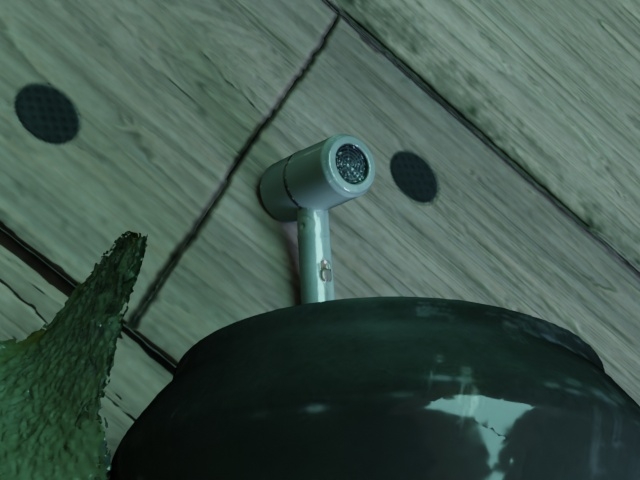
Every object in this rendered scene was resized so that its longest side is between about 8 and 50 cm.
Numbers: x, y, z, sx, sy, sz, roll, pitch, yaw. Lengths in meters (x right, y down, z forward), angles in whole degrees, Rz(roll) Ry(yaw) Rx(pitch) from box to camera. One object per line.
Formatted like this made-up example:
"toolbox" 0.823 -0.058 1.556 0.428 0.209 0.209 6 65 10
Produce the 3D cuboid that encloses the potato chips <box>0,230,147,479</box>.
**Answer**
"potato chips" -0.168 0.088 0.804 0.228 0.059 0.167 -35 43 -15

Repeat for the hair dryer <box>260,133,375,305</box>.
"hair dryer" 0.000 0.000 1.048 0.047 0.082 0.137 7 73 -36

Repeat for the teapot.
"teapot" 0.052 0.252 0.797 0.376 0.306 0.361 39 46 -53
